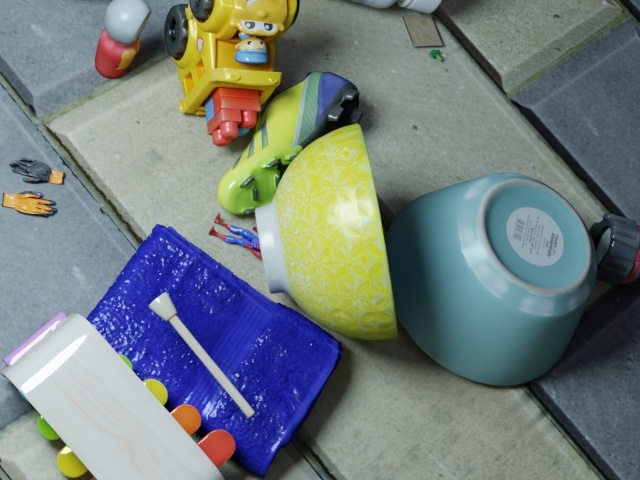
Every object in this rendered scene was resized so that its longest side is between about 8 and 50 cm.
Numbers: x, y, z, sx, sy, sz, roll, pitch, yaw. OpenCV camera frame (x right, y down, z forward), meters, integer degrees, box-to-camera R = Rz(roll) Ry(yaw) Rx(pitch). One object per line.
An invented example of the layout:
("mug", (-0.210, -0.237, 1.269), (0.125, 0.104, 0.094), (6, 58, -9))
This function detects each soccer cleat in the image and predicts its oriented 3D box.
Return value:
("soccer cleat", (-0.060, -0.139, 2.058), (0.121, 0.093, 0.289), (26, 55, 30))

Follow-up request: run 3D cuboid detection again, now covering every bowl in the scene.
("bowl", (0.258, 0.029, 2.021), (0.312, 0.163, 0.311), (11, 59, -20))
("bowl", (0.000, 0.000, 1.903), (0.156, 0.289, 0.289), (-10, 65, -1))

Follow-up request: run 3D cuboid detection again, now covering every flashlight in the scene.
("flashlight", (0.546, 0.048, 2.173), (0.304, 0.103, 0.103), (17, 57, -11))

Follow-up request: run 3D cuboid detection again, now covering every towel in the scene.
("towel", (-0.138, 0.132, 1.869), (0.308, 0.076, 0.227), (33, 55, -2))

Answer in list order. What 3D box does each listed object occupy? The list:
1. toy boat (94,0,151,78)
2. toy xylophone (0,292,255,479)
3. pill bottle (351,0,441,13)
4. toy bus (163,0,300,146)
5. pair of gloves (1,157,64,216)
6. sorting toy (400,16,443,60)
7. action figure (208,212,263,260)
("toy boat", (-0.307, -0.390, 2.042), (0.268, 0.148, 0.318), (-8, 66, -25))
("toy xylophone", (-0.222, 0.212, 1.750), (0.236, 0.081, 0.322), (-32, 85, -15))
("pill bottle", (0.053, -0.445, 2.209), (0.283, 0.160, 0.160), (13, 59, -15))
("toy bus", (-0.117, -0.246, 2.005), (0.150, 0.220, 0.211), (3, 68, -26))
("pair of gloves", (-0.380, -0.070, 1.922), (0.074, 0.010, 0.083), (14, 58, -14))
("sorting toy", (0.161, -0.314, 2.270), (0.062, 0.012, 0.083), (-3, 61, -28))
("action figure", (-0.094, 0.001, 1.988), (0.115, 0.030, 0.038), (26, 52, -9))
